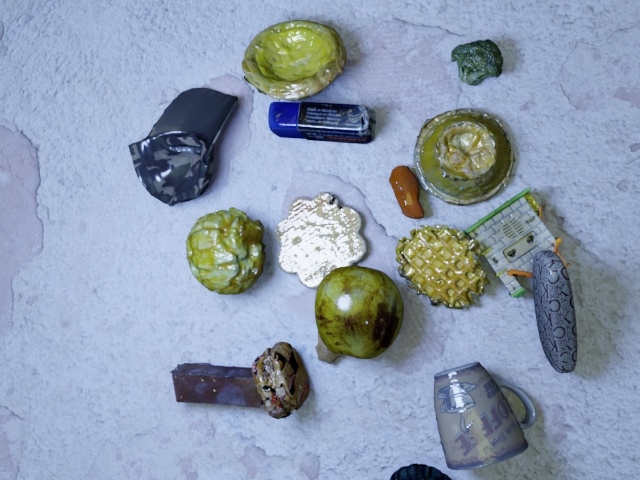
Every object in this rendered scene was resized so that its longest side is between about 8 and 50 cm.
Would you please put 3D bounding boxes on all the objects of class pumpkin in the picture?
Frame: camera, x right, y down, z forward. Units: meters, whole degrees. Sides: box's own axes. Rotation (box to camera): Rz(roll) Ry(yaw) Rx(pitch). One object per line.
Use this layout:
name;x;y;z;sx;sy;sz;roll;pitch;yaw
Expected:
pumpkin;0.284;0.760;1.536;0.247;0.248;0.248;-1;85;13

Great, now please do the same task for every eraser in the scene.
eraser;0.006;-0.373;1.745;0.332;0.155;0.102;5;88;13

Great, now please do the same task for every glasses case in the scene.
glasses case;0.637;0.196;1.506;0.085;0.137;0.355;-12;110;6

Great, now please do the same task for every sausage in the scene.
sausage;0.266;-0.144;1.703;0.089;0.089;0.179;-20;76;10

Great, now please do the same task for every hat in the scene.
hat;-0.418;-0.317;1.863;0.366;0.257;0.382;25;55;29

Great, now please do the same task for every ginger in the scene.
ginger;0.032;0.303;1.726;0.096;0.067;0.165;-5;82;26

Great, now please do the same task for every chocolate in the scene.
chocolate;-0.324;0.467;1.780;0.321;0.112;0.112;1;95;12

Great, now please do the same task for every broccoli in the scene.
broccoli;0.472;-0.543;1.673;0.162;0.146;0.138;27;123;-1

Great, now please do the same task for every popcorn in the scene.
popcorn;-0.288;0.040;1.732;0.246;0.282;0.282;2;85;10

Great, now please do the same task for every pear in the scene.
pear;0.110;0.210;1.610;0.283;0.283;0.284;-1;85;13

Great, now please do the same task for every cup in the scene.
cup;0.462;0.471;1.556;0.301;0.227;0.257;-11;77;-17

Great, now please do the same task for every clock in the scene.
clock;0.581;0.013;1.613;0.219;0.106;0.255;-35;83;9

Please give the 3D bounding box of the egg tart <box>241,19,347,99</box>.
egg tart;-0.077;-0.549;1.753;0.345;0.132;0.345;-5;57;7

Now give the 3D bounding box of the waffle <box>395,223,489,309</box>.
waffle;0.355;0.082;1.641;0.280;0.060;0.262;0;105;28

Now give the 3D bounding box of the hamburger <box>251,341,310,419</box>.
hamburger;-0.110;0.419;1.669;0.106;0.231;0.231;-26;80;17

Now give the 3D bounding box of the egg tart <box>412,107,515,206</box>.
egg tart;0.426;-0.259;1.657;0.314;0.120;0.315;-1;85;10

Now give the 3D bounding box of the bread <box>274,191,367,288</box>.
bread;0.000;0.000;1.766;0.315;0.054;0.316;-1;84;12
